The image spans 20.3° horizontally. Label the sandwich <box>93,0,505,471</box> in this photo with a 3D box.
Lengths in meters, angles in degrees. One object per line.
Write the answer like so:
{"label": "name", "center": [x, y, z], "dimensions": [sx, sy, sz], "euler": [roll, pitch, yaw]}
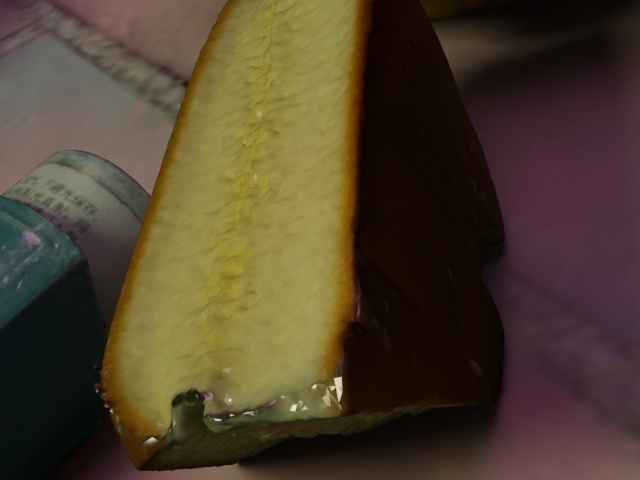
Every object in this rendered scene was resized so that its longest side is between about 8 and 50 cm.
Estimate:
{"label": "sandwich", "center": [0.000, 0.000, 0.538], "dimensions": [0.090, 0.088, 0.244], "euler": [-20, 33, 20]}

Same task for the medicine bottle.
{"label": "medicine bottle", "center": [-0.148, 0.056, 0.504], "dimensions": [0.079, 0.124, 0.258], "euler": [8, 40, 45]}

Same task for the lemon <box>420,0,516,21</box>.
{"label": "lemon", "center": [0.037, -0.214, 0.677], "dimensions": [0.285, 0.285, 0.316], "euler": [-38, 51, -25]}
